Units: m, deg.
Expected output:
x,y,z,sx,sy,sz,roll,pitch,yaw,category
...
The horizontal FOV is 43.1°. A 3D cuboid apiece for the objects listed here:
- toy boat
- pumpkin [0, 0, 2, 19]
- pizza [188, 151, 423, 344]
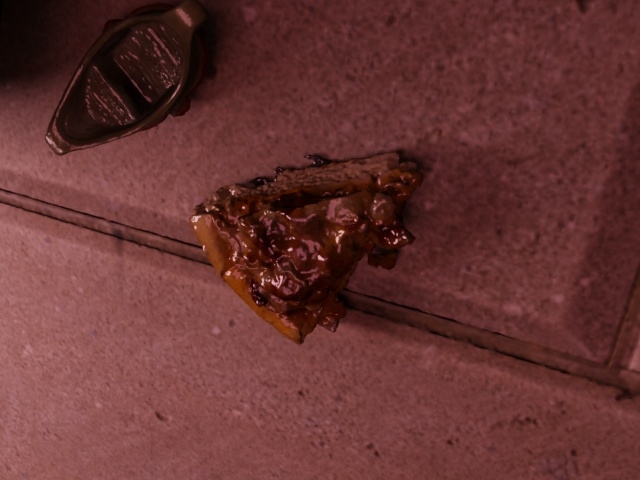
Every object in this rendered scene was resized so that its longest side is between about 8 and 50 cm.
x,y,z,sx,sy,sz,roll,pitch,yaw,category
-0.137,-0.125,0.605,0.185,0.071,0.089,-33,101,34,toy boat
-0.430,-0.195,0.531,0.454,0.344,0.455,7,115,15,pumpkin
-0.001,0.000,0.614,0.193,0.069,0.154,-33,100,35,pizza
